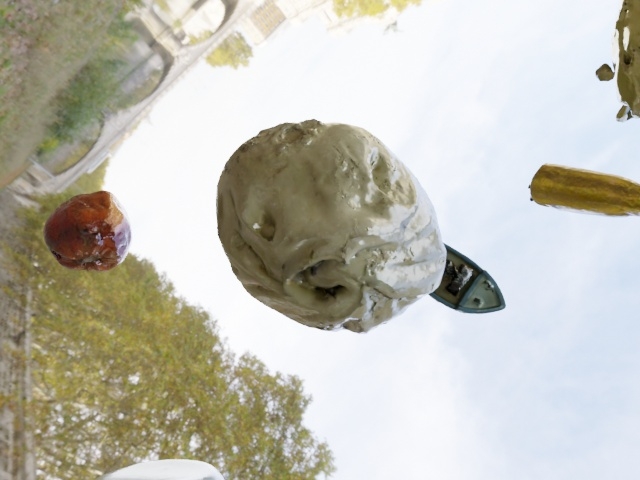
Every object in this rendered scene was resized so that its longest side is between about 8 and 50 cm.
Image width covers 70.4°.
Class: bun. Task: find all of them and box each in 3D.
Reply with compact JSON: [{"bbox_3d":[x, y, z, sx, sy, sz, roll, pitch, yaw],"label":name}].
[{"bbox_3d":[0.000,0.000,0.691,0.326,0.362,0.235,-45,-165,37],"label":"bun"}]

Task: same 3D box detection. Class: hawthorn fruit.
[{"bbox_3d":[-0.483,-0.025,0.961,0.173,0.173,0.179,-12,-135,43],"label":"hawthorn fruit"}]

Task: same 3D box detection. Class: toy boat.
[{"bbox_3d":[0.333,0.086,1.200,0.145,0.331,0.133,-53,165,-9],"label":"toy boat"}]

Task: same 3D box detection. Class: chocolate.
[{"bbox_3d":[0.448,-0.077,0.732,0.085,0.085,0.219,-46,-154,-6],"label":"chocolate"}]

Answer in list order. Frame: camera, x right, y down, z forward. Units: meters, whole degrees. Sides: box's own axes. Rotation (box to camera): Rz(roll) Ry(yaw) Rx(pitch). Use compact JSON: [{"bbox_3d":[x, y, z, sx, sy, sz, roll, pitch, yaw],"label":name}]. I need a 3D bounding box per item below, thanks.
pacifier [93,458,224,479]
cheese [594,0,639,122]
[{"bbox_3d":[-0.120,0.210,0.259,0.278,0.228,0.207,-3,-158,-1],"label":"pacifier"},{"bbox_3d":[0.289,-0.163,0.204,0.316,0.259,0.128,-51,-146,45],"label":"cheese"}]
